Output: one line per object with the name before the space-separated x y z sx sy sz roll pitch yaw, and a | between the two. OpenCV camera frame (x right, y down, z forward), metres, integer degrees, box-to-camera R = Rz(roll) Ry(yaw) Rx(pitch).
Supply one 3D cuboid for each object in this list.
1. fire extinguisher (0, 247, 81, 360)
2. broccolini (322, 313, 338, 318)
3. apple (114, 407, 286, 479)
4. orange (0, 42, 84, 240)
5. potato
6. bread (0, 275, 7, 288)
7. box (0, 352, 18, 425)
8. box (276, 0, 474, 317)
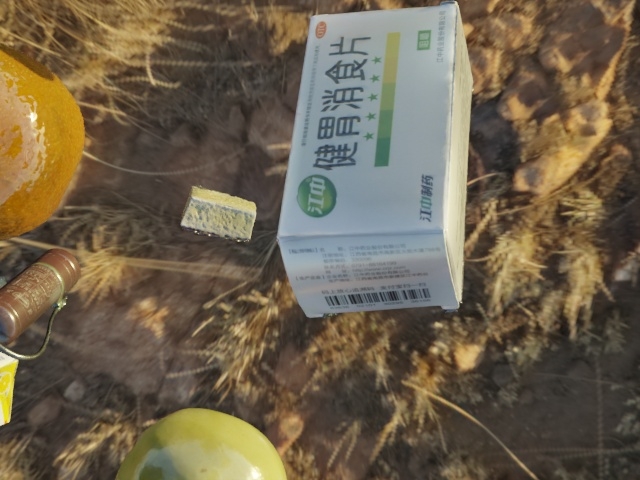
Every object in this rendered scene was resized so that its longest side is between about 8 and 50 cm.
fire extinguisher | -0.266 0.062 0.921 0.078 0.157 0.045 45 116 -6
broccolini | 0.000 0.000 1.418 0.058 0.067 0.216 -3 87 39
apple | -0.188 0.395 1.601 0.263 0.262 0.262 0 90 -2
orange | -0.559 -0.161 1.593 0.357 0.322 0.322 23 90 -28
potato | -0.165 -0.042 1.669 0.122 0.086 0.061 12 108 -11
bread | -0.406 0.081 1.155 0.154 0.028 0.068 -8 126 22
box | -0.538 0.200 1.308 0.168 0.265 0.097 18 104 17
box | 0.068 -0.089 1.105 0.173 0.145 0.332 -3 56 15
